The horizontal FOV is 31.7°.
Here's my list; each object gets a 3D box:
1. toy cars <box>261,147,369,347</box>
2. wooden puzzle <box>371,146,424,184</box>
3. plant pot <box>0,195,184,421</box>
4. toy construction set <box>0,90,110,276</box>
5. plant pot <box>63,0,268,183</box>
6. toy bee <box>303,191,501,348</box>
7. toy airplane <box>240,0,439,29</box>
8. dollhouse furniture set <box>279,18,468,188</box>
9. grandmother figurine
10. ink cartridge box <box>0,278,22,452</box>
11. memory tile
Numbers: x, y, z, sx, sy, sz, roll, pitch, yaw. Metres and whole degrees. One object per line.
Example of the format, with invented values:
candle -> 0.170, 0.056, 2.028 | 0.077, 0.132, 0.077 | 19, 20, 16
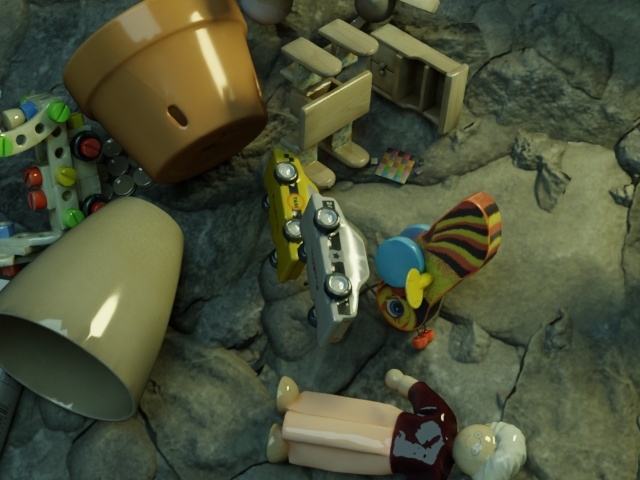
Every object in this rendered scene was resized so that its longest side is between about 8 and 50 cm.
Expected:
toy cars -> 0.000, 0.000, 1.543 | 0.087, 0.177, 0.394 | -1, 21, -17
wooden puzzle -> 0.116, -0.113, 1.718 | 0.083, 0.006, 0.049 | 21, 74, 21
plant pot -> -0.316, 0.076, 1.630 | 0.256, 0.256, 0.274 | 15, 56, 19
toy construction set -> -0.440, -0.089, 1.706 | 0.215, 0.328, 0.151 | -19, 38, -35
plant pot -> -0.214, -0.220, 1.708 | 0.290, 0.291, 0.203 | -29, 82, 0
toy bee -> 0.144, 0.058, 1.575 | 0.195, 0.298, 0.162 | -29, 91, -37
toy airplane -> -0.054, -0.445, 1.737 | 0.384, 0.272, 0.386 | -8, 44, -39
dollhouse furniture set -> 0.074, -0.201, 1.652 | 0.161, 0.212, 0.242 | 36, 52, 29
grandmother figurine -> 0.103, 0.273, 1.510 | 0.342, 0.104, 0.208 | 3, 77, 17
ink cartridge box -> -0.641, 0.195, 1.724 | 0.384, 0.091, 0.308 | 8, 70, 15
memory tile -> -0.309, -0.126, 1.822 | 0.148, 0.012, 0.113 | -22, 64, 3
